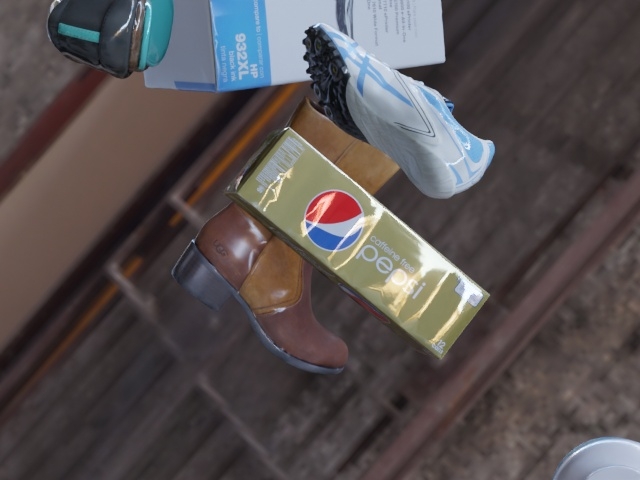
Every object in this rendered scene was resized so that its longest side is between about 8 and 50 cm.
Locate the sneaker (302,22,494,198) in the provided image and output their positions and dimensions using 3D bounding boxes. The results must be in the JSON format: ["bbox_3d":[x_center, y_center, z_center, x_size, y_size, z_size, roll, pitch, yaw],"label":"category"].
[{"bbox_3d":[0.072,-0.133,1.616,0.237,0.086,0.085,45,-35,22],"label":"sneaker"}]

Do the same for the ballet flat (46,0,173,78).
[{"bbox_3d":[-0.183,-0.194,1.414,0.096,0.095,0.280,8,7,-2],"label":"ballet flat"}]

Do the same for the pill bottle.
[{"bbox_3d":[0.324,0.290,1.808,0.146,0.146,0.264,41,1,10],"label":"pill bottle"}]

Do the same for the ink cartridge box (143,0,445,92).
[{"bbox_3d":[-0.037,-0.258,1.971,0.223,0.307,0.129,11,-71,62],"label":"ink cartridge box"}]

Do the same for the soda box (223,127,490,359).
[{"bbox_3d":[0.023,0.002,1.113,0.181,0.058,0.061,40,-7,-11],"label":"soda box"}]

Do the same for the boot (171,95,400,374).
[{"bbox_3d":[0.000,0.000,1.996,0.264,0.280,0.096,38,9,-15],"label":"boot"}]
